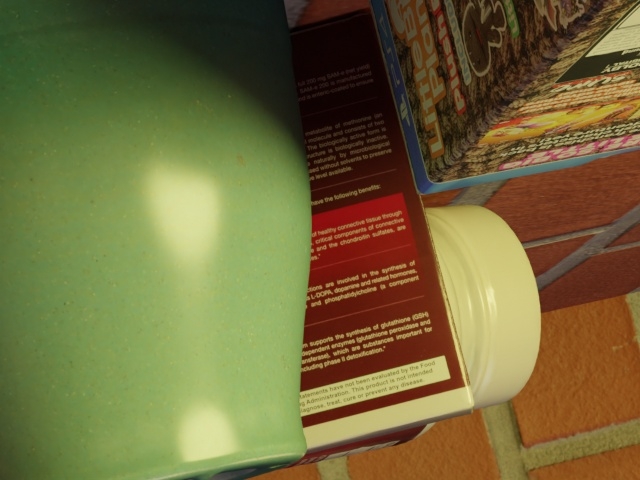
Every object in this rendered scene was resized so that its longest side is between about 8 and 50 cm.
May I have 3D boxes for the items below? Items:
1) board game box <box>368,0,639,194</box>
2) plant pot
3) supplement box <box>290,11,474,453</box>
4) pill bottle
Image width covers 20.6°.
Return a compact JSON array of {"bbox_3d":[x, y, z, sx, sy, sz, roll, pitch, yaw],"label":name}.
[{"bbox_3d":[0.166,-0.140,0.772,0.232,0.141,0.291,-11,170,-13],"label":"board game box"},{"bbox_3d":[-0.124,0.009,0.883,0.272,0.255,0.271,-13,170,-2],"label":"plant pot"},{"bbox_3d":[0.000,0.000,1.039,0.130,0.239,0.073,-14,172,3],"label":"supplement box"},{"bbox_3d":[-0.020,0.083,1.528,0.392,0.224,0.224,-8,169,-29],"label":"pill bottle"}]
